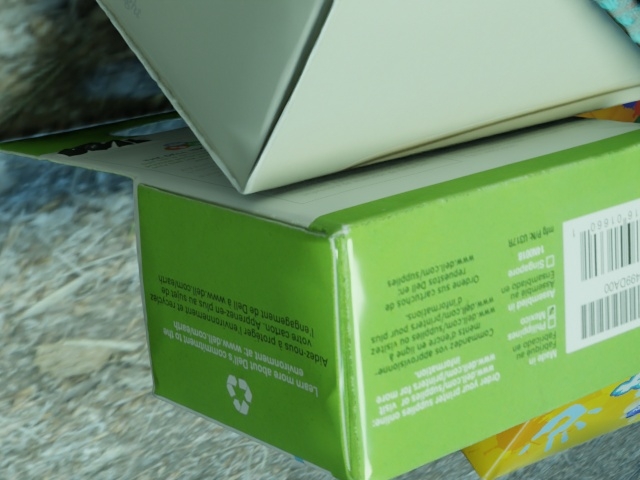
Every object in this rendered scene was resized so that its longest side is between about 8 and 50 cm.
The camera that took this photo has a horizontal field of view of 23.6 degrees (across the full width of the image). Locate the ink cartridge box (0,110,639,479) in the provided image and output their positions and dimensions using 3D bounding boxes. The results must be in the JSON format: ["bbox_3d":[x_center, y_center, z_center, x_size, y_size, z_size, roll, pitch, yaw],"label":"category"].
[{"bbox_3d":[0.000,0.000,0.655,0.188,0.255,0.097,-16,108,-37],"label":"ink cartridge box"}]

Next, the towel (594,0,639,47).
[{"bbox_3d":[0.274,-0.115,0.593,0.271,0.040,0.370,-35,149,20],"label":"towel"}]

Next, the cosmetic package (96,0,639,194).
[{"bbox_3d":[0.068,-0.136,0.616,0.309,0.160,0.113,-15,147,-35],"label":"cosmetic package"}]

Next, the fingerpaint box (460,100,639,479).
[{"bbox_3d":[0.298,-0.059,1.029,0.444,0.163,0.371,-14,146,-36],"label":"fingerpaint box"}]
